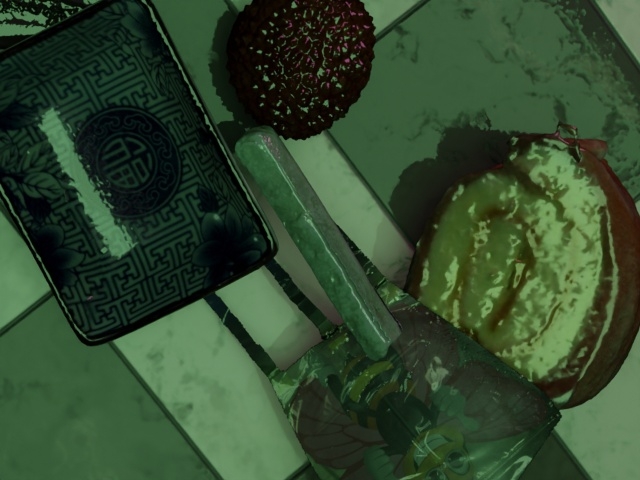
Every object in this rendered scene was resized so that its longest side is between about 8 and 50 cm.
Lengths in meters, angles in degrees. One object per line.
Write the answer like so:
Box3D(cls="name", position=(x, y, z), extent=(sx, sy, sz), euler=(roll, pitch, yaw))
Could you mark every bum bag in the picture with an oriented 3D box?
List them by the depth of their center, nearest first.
Box3D(cls="bum bag", position=(-0.210, -0.229, 1.469), extent=(0.109, 0.026, 0.159), euler=(0, 95, -10))

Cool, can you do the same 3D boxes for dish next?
Box3D(cls="dish", position=(-0.160, -0.061, 1.457), extent=(0.182, 0.080, 0.243), euler=(-26, 100, 9))

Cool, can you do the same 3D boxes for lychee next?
Box3D(cls="lychee", position=(-0.016, -0.143, 1.465), extent=(0.123, 0.123, 0.129), euler=(2, 87, -11))

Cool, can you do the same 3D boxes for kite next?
Box3D(cls="kite", position=(0.020, 0.084, 1.478), extent=(0.204, 0.022, 0.360), euler=(-42, 80, 13))

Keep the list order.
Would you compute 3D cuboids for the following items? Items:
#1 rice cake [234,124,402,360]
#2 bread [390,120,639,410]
Box3D(cls="rice cake", position=(0.000, 0.001, 1.438), extent=(0.033, 0.033, 0.208), euler=(-29, 96, 30))
Box3D(cls="bread", position=(0.175, 0.023, 1.503), extent=(0.190, 0.123, 0.244), euler=(17, 96, 11))
